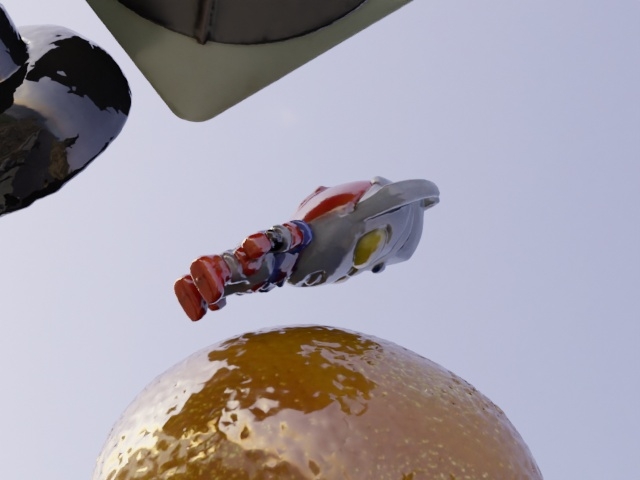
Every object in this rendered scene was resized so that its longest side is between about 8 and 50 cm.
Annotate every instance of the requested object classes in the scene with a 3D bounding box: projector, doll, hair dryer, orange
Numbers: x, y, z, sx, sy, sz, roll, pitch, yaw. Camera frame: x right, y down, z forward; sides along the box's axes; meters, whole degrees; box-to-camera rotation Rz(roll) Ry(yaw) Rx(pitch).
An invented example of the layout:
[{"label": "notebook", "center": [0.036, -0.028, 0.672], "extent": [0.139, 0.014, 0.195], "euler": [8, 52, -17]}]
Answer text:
[{"label": "projector", "center": [-0.047, -0.232, 0.882], "extent": [0.259, 0.079, 0.257], "euler": [-28, -67, 21]}, {"label": "doll", "center": [0.001, 0.000, 0.919], "extent": [0.062, 0.194, 0.104], "euler": [49, -40, 26]}, {"label": "hair dryer", "center": [-0.306, -0.146, 0.845], "extent": [0.284, 0.156, 0.320], "euler": [-18, -55, 22]}, {"label": "orange", "center": [-0.003, 0.178, 0.866], "extent": [0.274, 0.274, 0.274], "euler": [25, -50, 33]}]
